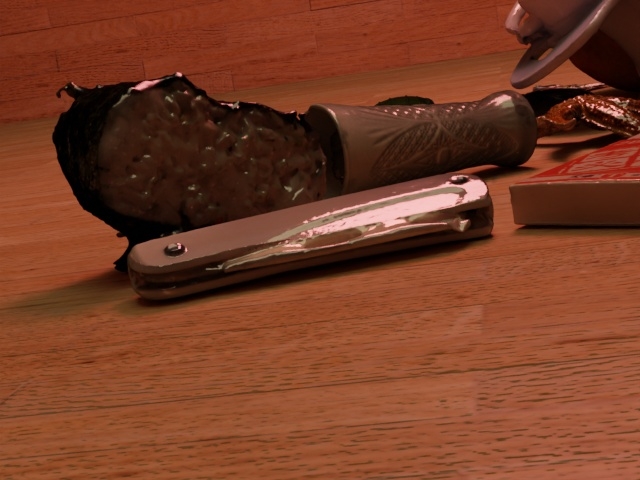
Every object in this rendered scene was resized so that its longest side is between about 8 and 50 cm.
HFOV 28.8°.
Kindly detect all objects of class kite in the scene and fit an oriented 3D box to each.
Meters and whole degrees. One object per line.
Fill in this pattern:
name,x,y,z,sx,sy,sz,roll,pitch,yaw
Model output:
kite,0.353,-0.229,1.913,0.189,0.009,0.232,-6,10,11

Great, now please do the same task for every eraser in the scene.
eraser,0.269,-0.052,0.935,0.157,0.038,0.230,0,14,41

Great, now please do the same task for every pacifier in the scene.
pacifier,0.363,-0.262,1.478,0.299,0.233,0.244,-47,4,6

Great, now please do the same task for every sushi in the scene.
sushi,-0.104,-0.046,0.985,0.212,0.147,0.115,5,-6,-37

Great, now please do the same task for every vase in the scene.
vase,0.096,-0.093,1.165,0.219,0.096,0.096,-10,10,-26

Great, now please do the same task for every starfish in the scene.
starfish,0.278,-0.128,1.301,0.213,0.057,0.238,-8,8,-43

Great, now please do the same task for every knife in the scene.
knife,-0.002,-0.001,0.873,0.265,0.041,0.073,-11,21,-13

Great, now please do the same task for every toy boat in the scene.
toy boat,0.107,-0.164,1.654,0.104,0.052,0.210,-6,12,3

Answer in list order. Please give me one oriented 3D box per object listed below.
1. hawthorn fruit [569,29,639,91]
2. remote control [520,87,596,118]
hawthorn fruit,0.467,-0.334,1.701,0.308,0.325,0.308,-47,11,12
remote control,0.162,-0.128,1.430,0.377,0.044,0.107,-17,19,-37
